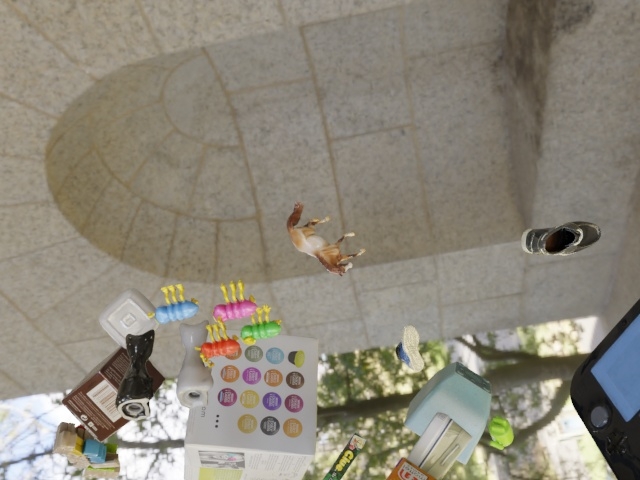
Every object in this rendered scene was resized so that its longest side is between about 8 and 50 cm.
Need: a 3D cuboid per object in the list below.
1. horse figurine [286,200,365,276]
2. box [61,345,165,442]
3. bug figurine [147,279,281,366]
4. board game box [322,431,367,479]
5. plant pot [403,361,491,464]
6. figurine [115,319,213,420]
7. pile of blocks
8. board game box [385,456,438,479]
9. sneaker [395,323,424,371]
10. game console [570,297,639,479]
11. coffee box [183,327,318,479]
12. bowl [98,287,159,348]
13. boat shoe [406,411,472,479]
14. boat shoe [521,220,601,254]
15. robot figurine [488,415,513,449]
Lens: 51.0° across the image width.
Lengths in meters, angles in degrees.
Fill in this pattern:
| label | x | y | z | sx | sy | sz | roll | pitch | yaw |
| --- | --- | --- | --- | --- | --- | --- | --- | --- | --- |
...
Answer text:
| label | x | y | z | sx | sy | sz | roll | pitch | yaw |
| --- | --- | --- | --- | --- | --- | --- | --- | --- | --- |
| horse figurine | 0.000 | 0.000 | 1.813 | 0.174 | 0.263 | 0.066 | -34 | -28 | -44 |
| box | -0.589 | 0.430 | 1.927 | 0.168 | 0.167 | 0.203 | 50 | -162 | -7 |
| bug figurine | -0.204 | 0.172 | 1.367 | 0.279 | 0.217 | 0.072 | 56 | -157 | -53 |
| board game box | 0.035 | 0.425 | 1.250 | 0.136 | 0.030 | 0.259 | -56 | -12 | -14 |
| plant pot | 0.476 | 0.579 | 2.369 | 0.252 | 0.248 | 0.247 | -59 | -9 | 11 |
| figurine | -0.345 | 0.277 | 1.513 | 0.092 | 0.215 | 0.209 | 79 | 180 | -47 |
| pile of blocks | -0.692 | 0.625 | 2.046 | 0.362 | 0.149 | 0.112 | 85 | -178 | -56 |
| board game box | 0.168 | 0.697 | 1.198 | 0.356 | 0.357 | 0.356 | -24 | -39 | -62 |
| sneaker | 0.241 | 0.294 | 1.896 | 0.085 | 0.058 | 0.152 | 26 | 141 | 57 |
| game console | 0.615 | 0.243 | 1.165 | 0.386 | 0.060 | 0.342 | -60 | 17 | 24 |
| coffee box | -0.193 | 0.478 | 1.880 | 0.338 | 0.335 | 0.337 | 106 | 168 | -53 |
| bowl | -0.527 | 0.218 | 1.856 | 0.142 | 0.142 | 0.053 | 48 | 170 | -6 |
| boat shoe | 0.213 | 0.514 | 1.425 | 0.302 | 0.094 | 0.109 | -61 | -23 | 4 |
| boat shoe | 0.610 | -0.002 | 1.655 | 0.079 | 0.233 | 0.083 | 1 | 97 | 65 |
| robot figurine | 0.560 | 0.594 | 2.078 | 0.115 | 0.067 | 0.101 | 61 | -140 | -42 |
